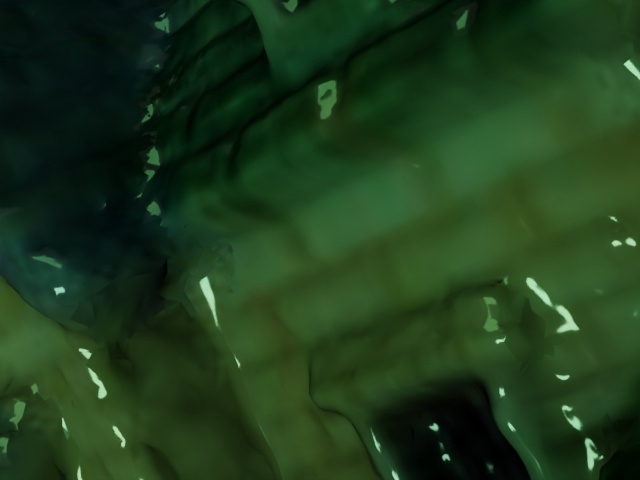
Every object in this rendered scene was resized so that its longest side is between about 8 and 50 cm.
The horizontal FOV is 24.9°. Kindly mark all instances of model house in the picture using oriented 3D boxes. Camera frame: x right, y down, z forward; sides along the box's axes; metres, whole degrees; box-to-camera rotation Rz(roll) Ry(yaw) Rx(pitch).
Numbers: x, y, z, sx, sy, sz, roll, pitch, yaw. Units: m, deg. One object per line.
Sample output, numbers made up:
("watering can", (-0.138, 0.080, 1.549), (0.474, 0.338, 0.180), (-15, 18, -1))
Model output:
("model house", (0.000, 0.000, 0.591), (0.445, 0.400, 0.395), (-20, 4, 44))
